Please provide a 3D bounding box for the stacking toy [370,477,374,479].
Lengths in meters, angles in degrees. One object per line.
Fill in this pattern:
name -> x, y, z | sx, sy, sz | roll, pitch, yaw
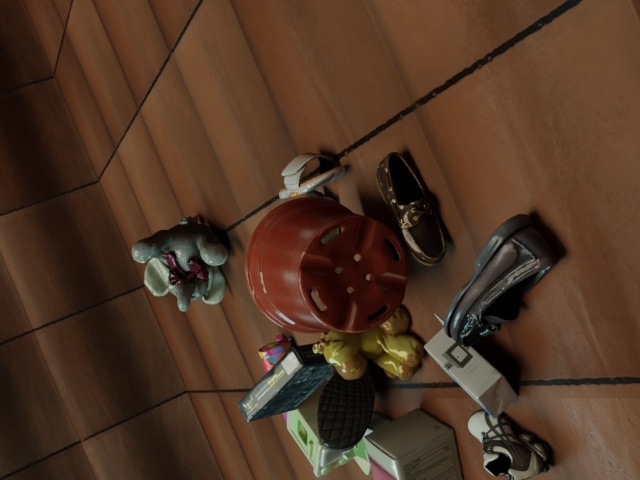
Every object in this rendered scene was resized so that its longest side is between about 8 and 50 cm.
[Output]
stacking toy -> 0.149, 0.653, 1.858 | 0.309, 0.279, 0.130 | 20, 129, 53

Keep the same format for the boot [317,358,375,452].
boot -> 0.067, 0.371, 1.849 | 0.338, 0.118, 0.223 | -74, -15, -51

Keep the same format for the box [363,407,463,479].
box -> 0.201, 0.494, 1.762 | 0.127, 0.148, 0.232 | 21, 128, 59

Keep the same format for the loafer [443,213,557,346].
loafer -> 0.275, 0.089, 1.321 | 0.095, 0.109, 0.303 | 49, 148, 26

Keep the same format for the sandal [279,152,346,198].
sandal -> -0.040, -0.139, 1.770 | 0.076, 0.102, 0.265 | 67, 158, -6

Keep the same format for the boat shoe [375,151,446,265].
boat shoe -> 0.157, -0.056, 1.469 | 0.207, 0.073, 0.073 | 61, 158, 14

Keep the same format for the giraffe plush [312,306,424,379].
giraffe plush -> 0.083, 0.211, 1.732 | 0.210, 0.170, 0.181 | 55, 153, 25

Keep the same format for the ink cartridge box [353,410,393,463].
ink cartridge box -> 0.139, 0.467, 1.970 | 0.209, 0.062, 0.109 | 6, 116, 63

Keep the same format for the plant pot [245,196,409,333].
plant pot -> 0.022, 0.052, 1.556 | 0.272, 0.272, 0.265 | 71, 164, -7

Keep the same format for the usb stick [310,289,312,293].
usb stick -> -0.040, 0.022, 1.976 | 0.077, 0.045, 0.278 | 54, 154, 36

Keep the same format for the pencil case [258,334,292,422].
pencil case -> -0.089, 0.382, 2.331 | 0.104, 0.104, 0.236 | -11, 98, 65

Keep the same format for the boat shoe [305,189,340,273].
boat shoe -> 0.000, 0.000, 1.841 | 0.068, 0.081, 0.228 | 41, 138, 49

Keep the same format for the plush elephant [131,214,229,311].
plush elephant -> -0.402, 0.089, 2.533 | 0.330, 0.271, 0.256 | -96, 7, -72

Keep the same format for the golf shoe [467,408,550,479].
golf shoe -> 0.308, 0.360, 1.495 | 0.198, 0.093, 0.077 | 18, 128, 61

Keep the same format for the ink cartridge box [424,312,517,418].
ink cartridge box -> 0.250, 0.217, 1.480 | 0.180, 0.060, 0.104 | 44, 177, 41

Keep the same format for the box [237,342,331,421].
box -> -0.062, 0.330, 2.009 | 0.233, 0.183, 0.059 | -48, 62, 29

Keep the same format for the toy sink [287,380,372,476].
toy sink -> 0.021, 0.498, 2.157 | 0.234, 0.131, 0.153 | 49, 151, 34

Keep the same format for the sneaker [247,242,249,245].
sneaker -> -0.106, 0.055, 2.122 | 0.170, 0.074, 0.063 | 52, -174, -16
